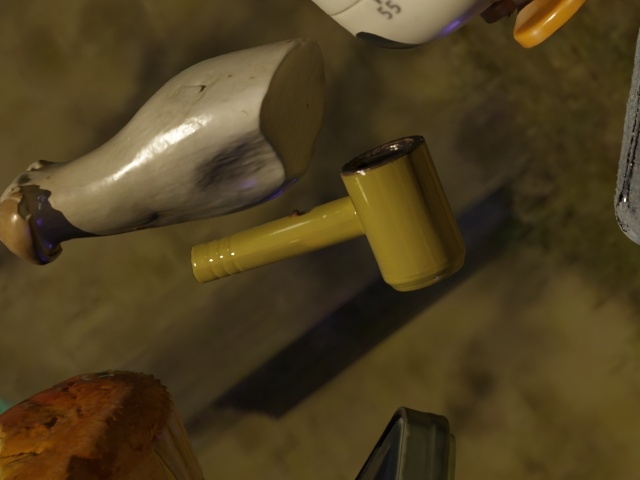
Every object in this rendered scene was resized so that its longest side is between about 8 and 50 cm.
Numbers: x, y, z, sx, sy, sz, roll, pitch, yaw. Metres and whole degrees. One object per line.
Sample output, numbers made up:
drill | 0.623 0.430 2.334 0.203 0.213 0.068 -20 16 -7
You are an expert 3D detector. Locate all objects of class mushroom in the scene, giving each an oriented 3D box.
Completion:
mushroom | -0.096 -0.054 1.121 0.116 0.225 0.093 22 -129 -67

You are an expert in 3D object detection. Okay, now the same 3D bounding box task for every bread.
bread | -0.207 0.208 1.453 0.250 0.179 0.133 -45 -56 -43

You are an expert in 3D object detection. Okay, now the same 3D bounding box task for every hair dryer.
hair dryer | 0.000 0.000 1.805 0.135 0.278 0.090 67 -157 -14

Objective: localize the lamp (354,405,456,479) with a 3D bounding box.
lamp | 0.011 0.269 1.070 0.047 0.269 0.266 16 -133 -10

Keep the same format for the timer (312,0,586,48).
timer | 0.061 -0.239 1.124 0.240 0.233 0.233 40 -172 -12

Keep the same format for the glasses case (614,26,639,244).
glasses case | 0.330 -0.128 1.605 0.109 0.282 0.067 11 178 -8
